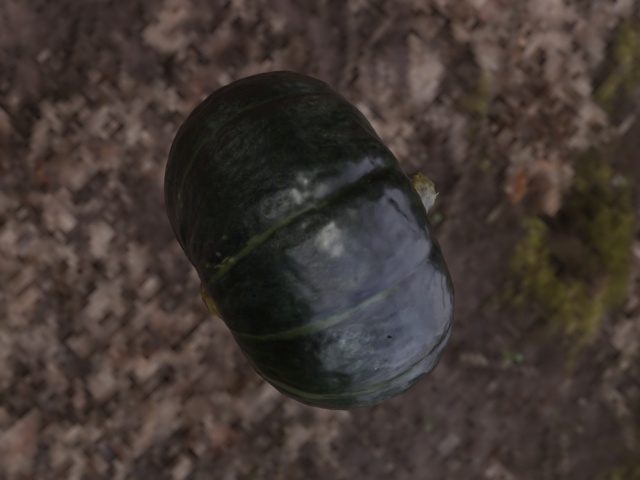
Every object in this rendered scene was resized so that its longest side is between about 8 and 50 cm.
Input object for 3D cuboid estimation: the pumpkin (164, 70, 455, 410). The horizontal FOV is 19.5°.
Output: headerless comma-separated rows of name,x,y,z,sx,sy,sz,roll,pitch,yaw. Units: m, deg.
pumpkin,-0.002,0.000,1.098,0.152,0.211,0.211,-29,154,5
